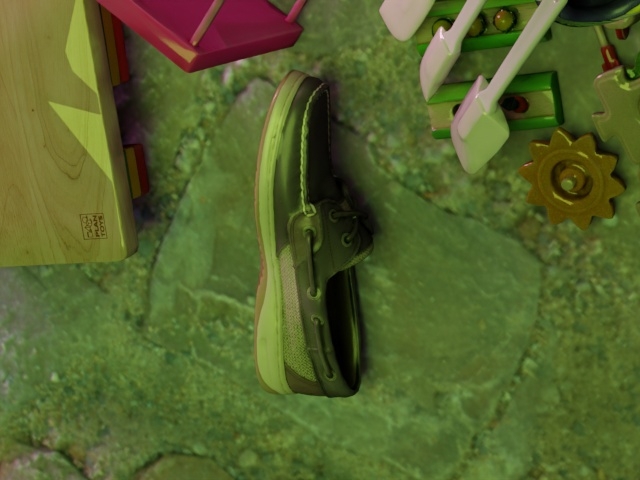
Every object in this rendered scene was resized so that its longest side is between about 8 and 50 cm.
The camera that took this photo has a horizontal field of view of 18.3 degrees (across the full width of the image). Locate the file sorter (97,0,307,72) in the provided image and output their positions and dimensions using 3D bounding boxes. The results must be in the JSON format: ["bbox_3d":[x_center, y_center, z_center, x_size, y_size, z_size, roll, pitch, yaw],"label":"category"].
[{"bbox_3d":[-0.125,-0.299,1.560,0.290,0.202,0.182,39,113,11],"label":"file sorter"}]

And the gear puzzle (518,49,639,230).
[{"bbox_3d":[0.306,-0.080,1.505,0.339,0.044,0.175,-21,104,32],"label":"gear puzzle"}]

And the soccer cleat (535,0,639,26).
[{"bbox_3d":[0.283,-0.229,1.407,0.289,0.121,0.093,-25,105,16],"label":"soccer cleat"}]

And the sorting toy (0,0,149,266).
[{"bbox_3d":[-0.277,-0.112,1.742,0.255,0.089,0.257,-3,103,26],"label":"sorting toy"}]

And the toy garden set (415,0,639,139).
[{"bbox_3d":[0.158,-0.205,1.534,0.203,0.049,0.244,-5,102,26],"label":"toy garden set"}]

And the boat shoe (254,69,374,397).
[{"bbox_3d":[0.000,0.000,1.640,0.092,0.103,0.285,9,111,18],"label":"boat shoe"}]

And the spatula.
[{"bbox_3d":[0.117,-0.170,1.484,0.168,0.019,0.242,67,154,20],"label":"spatula"}]
